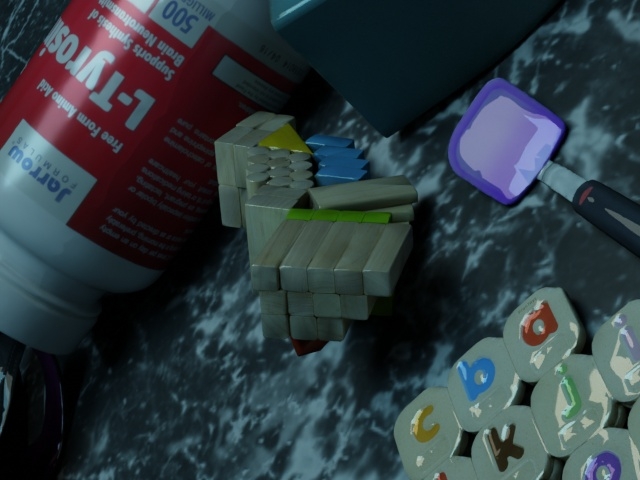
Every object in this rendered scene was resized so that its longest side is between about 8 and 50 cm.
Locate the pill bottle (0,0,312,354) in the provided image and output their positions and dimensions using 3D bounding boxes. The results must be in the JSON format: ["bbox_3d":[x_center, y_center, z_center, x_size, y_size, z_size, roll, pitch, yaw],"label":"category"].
[{"bbox_3d":[-0.199,-0.100,1.474,0.408,0.229,0.229,-54,32,7],"label":"pill bottle"}]

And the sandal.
[{"bbox_3d":[-0.305,0.186,1.482,0.107,0.167,0.446,-24,47,5],"label":"sandal"}]

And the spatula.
[{"bbox_3d":[0.182,-0.038,1.086,0.084,0.030,0.296,-55,32,6],"label":"spatula"}]

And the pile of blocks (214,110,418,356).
[{"bbox_3d":[0.000,0.000,1.261,0.362,0.148,0.113,-113,17,-63],"label":"pile of blocks"}]

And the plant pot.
[{"bbox_3d":[0.098,-0.240,1.260,0.234,0.165,0.166,-29,41,24],"label":"plant pot"}]

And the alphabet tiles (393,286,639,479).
[{"bbox_3d":[0.138,0.169,0.979,0.284,0.021,0.278,-45,35,21],"label":"alphabet tiles"}]
